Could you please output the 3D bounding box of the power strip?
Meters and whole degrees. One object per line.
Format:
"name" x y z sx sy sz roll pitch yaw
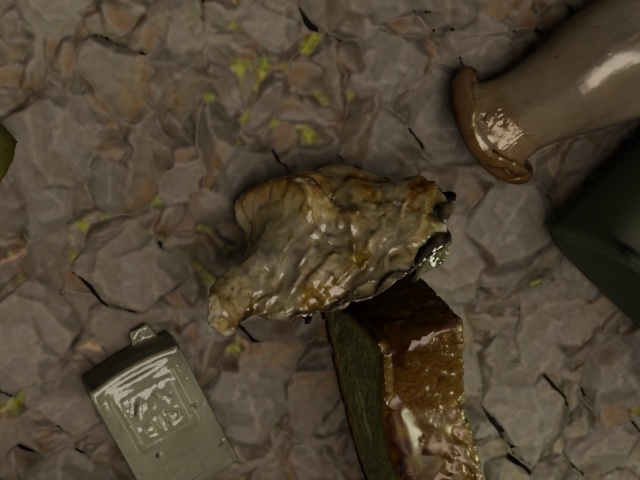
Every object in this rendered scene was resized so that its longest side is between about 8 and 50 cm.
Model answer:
"power strip" -0.107 0.149 1.197 0.075 0.042 0.175 -30 112 -8

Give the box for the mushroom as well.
"mushroom" 0.197 -0.120 1.189 0.212 0.088 0.097 -32 135 -1

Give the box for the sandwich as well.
"sandwich" 0.064 0.128 1.168 0.065 0.186 0.214 -17 107 -9

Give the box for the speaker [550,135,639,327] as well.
"speaker" 0.385 0.060 1.237 0.406 0.183 0.184 42 86 -16

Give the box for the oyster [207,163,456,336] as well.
"oyster" 0.000 0.000 1.126 0.191 0.163 0.081 -49 132 -25

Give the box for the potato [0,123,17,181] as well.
"potato" -0.369 -0.031 1.034 0.255 0.112 0.269 39 90 -22
